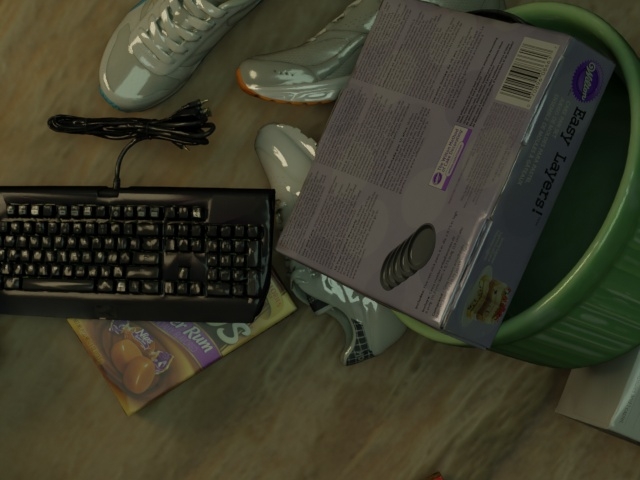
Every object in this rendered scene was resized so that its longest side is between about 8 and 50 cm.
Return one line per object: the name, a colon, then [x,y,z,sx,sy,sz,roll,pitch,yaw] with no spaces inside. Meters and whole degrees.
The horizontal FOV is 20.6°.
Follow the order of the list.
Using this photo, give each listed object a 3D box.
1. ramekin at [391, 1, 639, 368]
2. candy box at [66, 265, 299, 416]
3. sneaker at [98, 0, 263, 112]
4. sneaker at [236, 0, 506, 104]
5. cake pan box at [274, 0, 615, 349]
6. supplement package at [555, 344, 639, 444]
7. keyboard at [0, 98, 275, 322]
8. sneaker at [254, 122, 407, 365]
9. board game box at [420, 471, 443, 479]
ramekin: [0.195,-0.037,1.507,0.148,0.303,0.303,24,87,-38]
candy box: [-0.127,0.068,1.634,0.187,0.053,0.109,-33,87,-3]
sneaker: [-0.121,-0.213,1.625,0.087,0.092,0.228,44,90,0]
sneaker: [0.047,-0.195,1.617,0.263,0.099,0.121,-11,99,-8]
cake pan box: [0.097,-0.070,1.465,0.070,0.246,0.266,24,89,-40]
supplement package: [0.353,0.106,1.567,0.203,0.149,0.194,22,87,-11]
keyboard: [-0.190,-0.029,1.596,0.317,0.033,0.201,1,84,19]
sneaker: [0.000,0.000,1.615,0.095,0.090,0.235,-34,87,-6]
board game box: [0.056,0.321,1.627,0.194,0.045,0.146,-26,88,-1]
